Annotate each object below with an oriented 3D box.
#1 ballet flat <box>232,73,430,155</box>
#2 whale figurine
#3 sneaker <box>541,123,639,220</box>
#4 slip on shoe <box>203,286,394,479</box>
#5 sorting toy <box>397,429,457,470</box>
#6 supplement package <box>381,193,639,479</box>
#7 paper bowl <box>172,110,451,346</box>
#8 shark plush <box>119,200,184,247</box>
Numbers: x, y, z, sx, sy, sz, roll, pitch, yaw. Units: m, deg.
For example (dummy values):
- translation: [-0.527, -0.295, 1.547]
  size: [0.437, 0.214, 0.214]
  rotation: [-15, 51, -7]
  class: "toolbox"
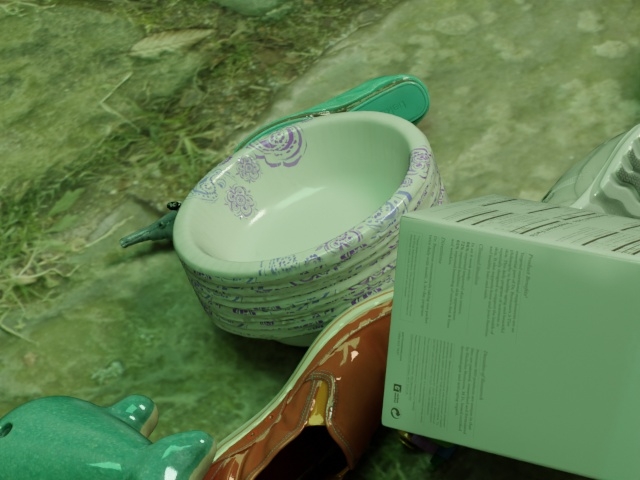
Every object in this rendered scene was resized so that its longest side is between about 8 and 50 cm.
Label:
- translation: [0.010, -0.124, 2.000]
  size: [0.247, 0.083, 0.087]
  rotation: [-24, 9, -7]
  class: "ballet flat"
- translation: [-0.224, 0.218, 1.615]
  size: [0.272, 0.141, 0.216]
  rotation: [-13, 37, 45]
  class: "whale figurine"
- translation: [0.268, -0.008, 1.781]
  size: [0.281, 0.105, 0.115]
  rotation: [-42, 13, -19]
  class: "sneaker"
- translation: [0.011, 0.174, 1.634]
  size: [0.331, 0.123, 0.101]
  rotation: [-43, 37, -17]
  class: "slip on shoe"
- translation: [0.100, 0.190, 1.636]
  size: [0.042, 0.061, 0.102]
  rotation: [-56, 8, 3]
  class: "sorting toy"
- translation: [0.223, 0.083, 1.546]
  size: [0.263, 0.199, 0.198]
  rotation: [11, 13, 30]
  class: "supplement package"
- translation: [0.000, 0.000, 1.789]
  size: [0.284, 0.148, 0.284]
  rotation: [-16, 33, 11]
  class: "paper bowl"
- translation: [-0.155, -0.037, 1.953]
  size: [0.161, 0.067, 0.073]
  rotation: [-13, 65, 12]
  class: "shark plush"
